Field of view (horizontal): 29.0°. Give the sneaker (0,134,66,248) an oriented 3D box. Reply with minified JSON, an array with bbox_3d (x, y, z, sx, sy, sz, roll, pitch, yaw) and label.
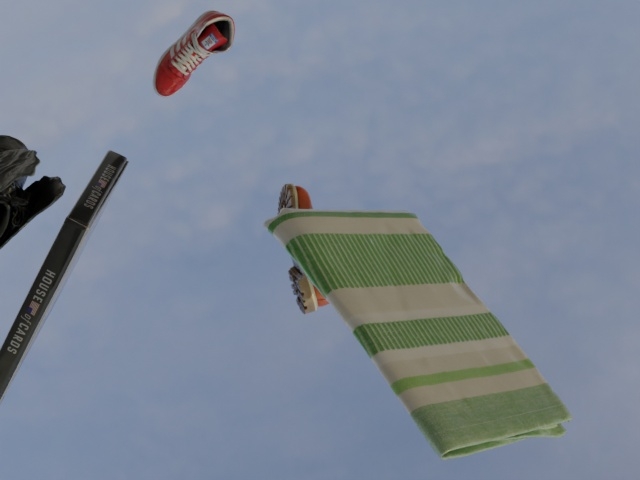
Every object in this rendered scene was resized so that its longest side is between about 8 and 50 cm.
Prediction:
[{"bbox_3d":[-0.236,-0.013,0.790,0.170,0.051,0.089,-31,-147,12],"label":"sneaker"}]

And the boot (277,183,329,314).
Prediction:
[{"bbox_3d":[0.000,0.000,1.412,0.084,0.158,0.059,-18,-153,-11],"label":"boot"}]

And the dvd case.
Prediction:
[{"bbox_3d":[-0.279,0.037,1.301,0.029,0.239,0.179,27,-155,-8],"label":"dvd case"}]

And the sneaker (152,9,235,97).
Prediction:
[{"bbox_3d":[-0.140,-0.208,1.382,0.118,0.042,0.067,-54,-155,-5],"label":"sneaker"}]

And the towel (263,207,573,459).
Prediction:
[{"bbox_3d":[0.104,0.086,1.301,0.038,0.248,0.325,-53,-122,28],"label":"towel"}]
